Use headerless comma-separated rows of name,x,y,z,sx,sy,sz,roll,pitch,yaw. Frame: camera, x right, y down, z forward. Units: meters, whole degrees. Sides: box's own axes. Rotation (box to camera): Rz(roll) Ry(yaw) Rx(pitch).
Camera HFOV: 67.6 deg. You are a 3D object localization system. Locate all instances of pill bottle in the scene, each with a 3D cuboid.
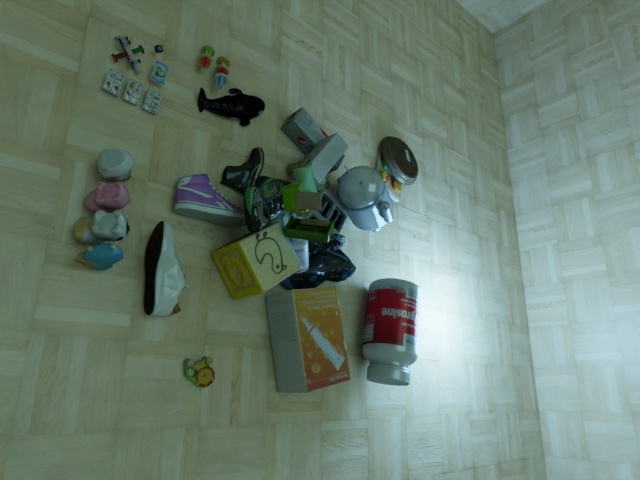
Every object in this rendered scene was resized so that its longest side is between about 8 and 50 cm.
pill bottle,-0.087,0.032,1.708,0.087,0.087,0.160,-39,139,-42
pill bottle,0.296,0.381,1.988,0.229,0.229,0.407,26,61,-35

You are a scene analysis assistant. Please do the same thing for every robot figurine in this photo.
robot figurine,0.192,-0.178,2.034,0.200,0.300,0.353,-49,142,-11

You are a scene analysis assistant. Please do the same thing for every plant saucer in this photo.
plant saucer,0.412,-0.414,2.437,0.278,0.041,0.278,26,50,-36

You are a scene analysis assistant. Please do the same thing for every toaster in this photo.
toaster,0.010,-0.102,1.955,0.168,0.110,0.185,46,51,-24

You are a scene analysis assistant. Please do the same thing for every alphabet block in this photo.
alphabet block,-0.219,0.069,1.637,0.197,0.193,0.192,-33,98,-43

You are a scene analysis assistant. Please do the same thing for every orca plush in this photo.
orca plush,-0.313,-0.527,1.793,0.287,0.102,0.151,9,72,-41

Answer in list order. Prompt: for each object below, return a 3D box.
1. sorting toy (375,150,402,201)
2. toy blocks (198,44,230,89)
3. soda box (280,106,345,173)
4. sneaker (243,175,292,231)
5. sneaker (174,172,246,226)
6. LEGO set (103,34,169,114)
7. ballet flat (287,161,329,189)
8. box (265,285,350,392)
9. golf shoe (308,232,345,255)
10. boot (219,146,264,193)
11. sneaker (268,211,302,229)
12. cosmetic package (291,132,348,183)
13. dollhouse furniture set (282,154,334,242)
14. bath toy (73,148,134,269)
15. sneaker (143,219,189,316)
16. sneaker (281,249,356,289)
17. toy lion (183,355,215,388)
sorting toy,0.348,-0.322,2.381,0.193,0.038,0.208,33,57,-31
toy blocks,-0.394,-0.634,1.764,0.123,0.054,0.148,26,48,-34
soda box,-0.028,-0.417,2.028,0.286,0.091,0.098,45,51,-24
sneaker,-0.173,-0.139,1.656,0.343,0.146,0.134,-70,160,-58
sneaker,-0.356,-0.147,1.643,0.282,0.102,0.161,17,62,-39
LEGO set,-0.607,-0.562,1.588,0.182,0.060,0.244,22,72,-40
ballet flat,-0.033,-0.268,1.991,0.232,0.073,0.080,15,66,-39
box,-0.047,0.351,1.724,0.215,0.168,0.345,-1,78,-43
golf shoe,0.000,0.000,1.870,0.198,0.094,0.077,-9,119,-25
boot,-0.288,-0.275,1.764,0.137,0.077,0.198,19,64,-32
sneaker,-0.126,-0.087,1.797,0.152,0.114,0.305,41,48,-58
cosmetic package,0.000,-0.318,1.902,0.085,0.117,0.231,47,62,-21
dollhouse furniture set,-0.015,-0.156,1.670,0.301,0.151,0.197,-66,159,-57
bath toy,-0.612,-0.097,1.377,0.151,0.129,0.348,1,67,-4
sneaker,-0.468,0.087,1.475,0.123,0.106,0.290,9,82,-45
sneaker,-0.025,0.105,1.880,0.341,0.125,0.139,-5,52,-39
toy lion,-0.378,0.416,1.500,0.100,0.034,0.096,4,82,-41
